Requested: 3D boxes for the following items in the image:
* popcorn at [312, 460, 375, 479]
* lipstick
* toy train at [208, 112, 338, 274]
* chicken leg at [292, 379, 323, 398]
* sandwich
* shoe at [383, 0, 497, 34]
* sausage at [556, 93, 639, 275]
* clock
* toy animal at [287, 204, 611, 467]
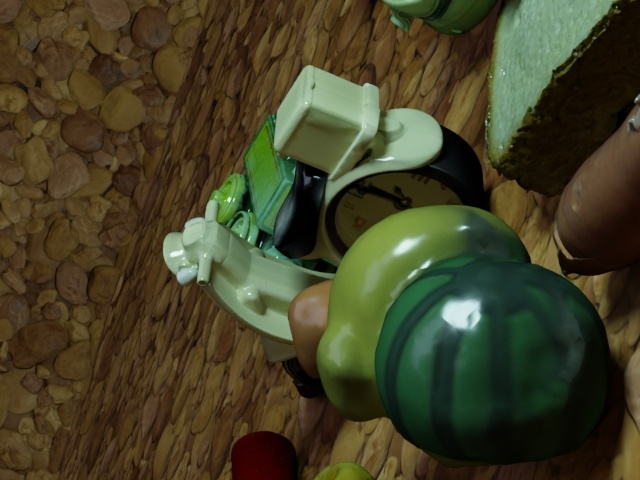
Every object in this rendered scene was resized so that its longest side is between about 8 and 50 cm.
[{"bbox_3d":[-0.037,0.364,1.543,0.297,0.281,0.316,-40,46,18],"label":"popcorn"},{"bbox_3d":[-0.065,0.322,1.976,0.241,0.080,0.080,-93,28,-51],"label":"lipstick"},{"bbox_3d":[-0.041,-0.034,2.186,0.188,0.159,0.271,-57,19,19],"label":"toy train"},{"bbox_3d":[-0.005,0.158,2.053,0.062,0.037,0.145,-54,5,-36],"label":"chicken leg"},{"bbox_3d":[0.255,-0.221,1.561,0.301,0.099,0.271,126,162,-51],"label":"sandwich"},{"bbox_3d":[0.144,-0.306,1.670,0.140,0.128,0.262,48,133,28],"label":"shoe"},{"bbox_3d":[0.259,-0.066,1.251,0.419,0.094,0.094,124,129,-70],"label":"sausage"},{"bbox_3d":[0.000,0.000,1.822,0.379,0.276,0.120,-52,22,37],"label":"clock"},{"bbox_3d":[0.109,0.070,1.459,0.338,0.216,0.191,-146,48,-66],"label":"toy animal"}]
